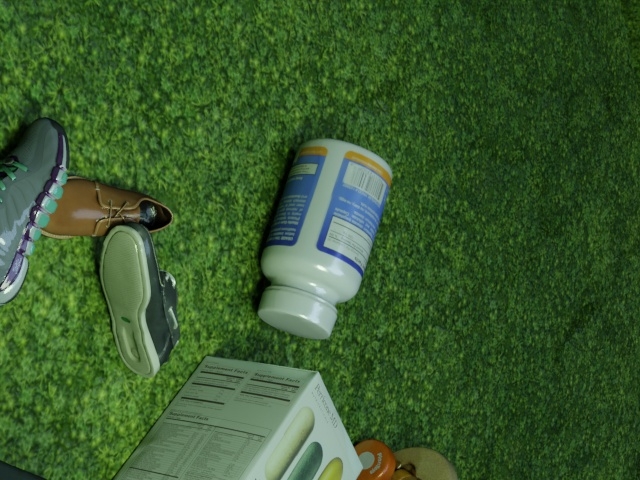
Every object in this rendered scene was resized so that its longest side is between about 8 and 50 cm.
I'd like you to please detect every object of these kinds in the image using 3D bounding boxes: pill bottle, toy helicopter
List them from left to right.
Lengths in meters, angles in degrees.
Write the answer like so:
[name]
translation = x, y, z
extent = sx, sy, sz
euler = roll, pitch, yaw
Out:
[pill bottle]
translation = 0.000, 0.000, 1.824
extent = 0.152, 0.152, 0.272
euler = 41, 62, -50
[toy helicopter]
translation = 0.130, 0.503, 1.996
extent = 0.140, 0.234, 0.355
euler = 48, 56, -47

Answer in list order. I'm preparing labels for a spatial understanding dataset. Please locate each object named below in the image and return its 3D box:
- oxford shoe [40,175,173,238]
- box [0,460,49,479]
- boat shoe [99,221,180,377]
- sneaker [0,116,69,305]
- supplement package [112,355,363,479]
[oxford shoe]
translation = -0.264, -0.038, 1.506
extent = 0.212, 0.076, 0.076
euler = -3, 98, -54
[box]
translation = -0.352, 0.350, 1.104
extent = 0.212, 0.395, 0.294
euler = 87, 26, -59
[boat shoe]
translation = -0.220, 0.064, 1.550
extent = 0.079, 0.084, 0.233
euler = -40, 142, -37
[sneaker]
translation = -0.352, -0.044, 1.373
extent = 0.098, 0.083, 0.224
euler = 30, 70, -47
[supplement package]
translation = -0.110, 0.323, 1.659
extent = 0.263, 0.198, 0.199
euler = -54, 134, -38
